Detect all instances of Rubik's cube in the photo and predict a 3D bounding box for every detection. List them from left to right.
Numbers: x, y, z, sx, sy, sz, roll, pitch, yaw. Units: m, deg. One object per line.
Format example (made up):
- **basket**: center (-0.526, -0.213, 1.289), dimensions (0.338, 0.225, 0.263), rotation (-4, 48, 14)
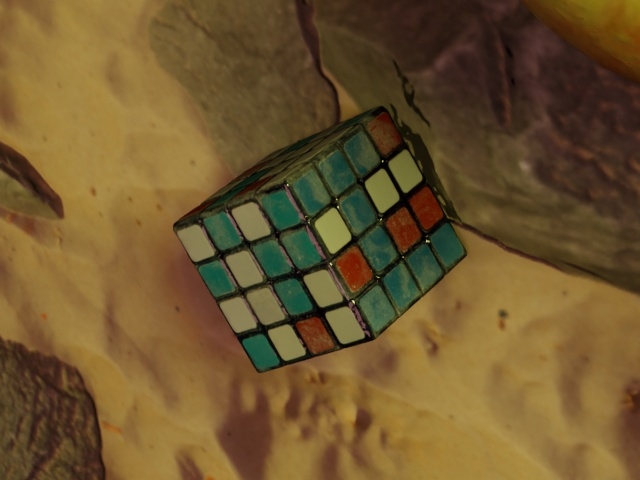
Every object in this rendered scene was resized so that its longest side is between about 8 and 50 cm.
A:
- **Rubik's cube**: center (0.000, 0.000, 1.003), dimensions (0.092, 0.092, 0.092), rotation (-19, 104, 45)

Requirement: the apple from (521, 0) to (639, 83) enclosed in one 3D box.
- **apple**: center (0.165, -0.177, 0.656), dimensions (0.264, 0.264, 0.264), rotation (21, 129, 29)
